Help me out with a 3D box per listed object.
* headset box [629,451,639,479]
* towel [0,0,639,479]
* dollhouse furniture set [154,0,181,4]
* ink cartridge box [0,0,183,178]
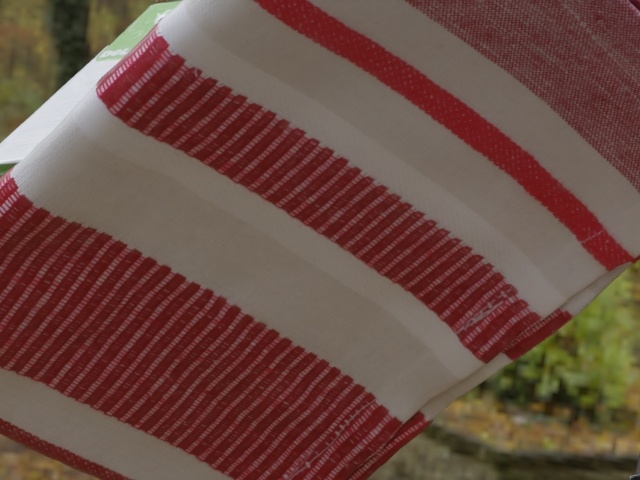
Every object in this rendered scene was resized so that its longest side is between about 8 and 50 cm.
[{"bbox_3d":[0.442,0.275,1.706,0.293,0.218,0.110,2,15,-21],"label":"headset box"},{"bbox_3d":[0.000,0.000,0.670,0.237,0.329,0.037,33,29,-35],"label":"towel"},{"bbox_3d":[-0.143,-0.299,1.470,0.101,0.182,0.161,1,-23,35],"label":"dollhouse furniture set"},{"bbox_3d":[-0.110,-0.081,1.061,0.109,0.062,0.209,-3,33,34],"label":"ink cartridge box"}]
